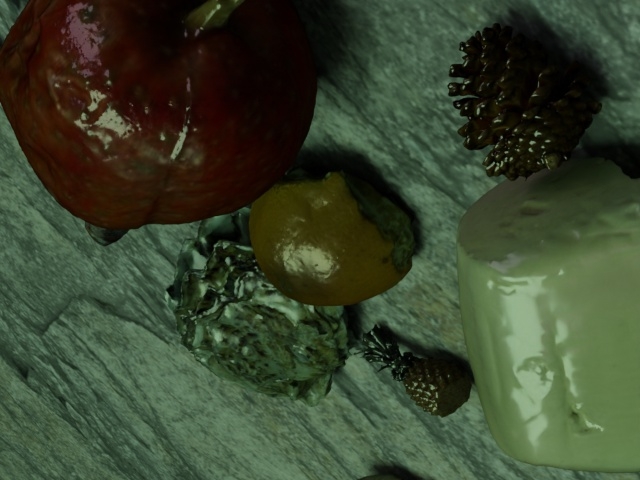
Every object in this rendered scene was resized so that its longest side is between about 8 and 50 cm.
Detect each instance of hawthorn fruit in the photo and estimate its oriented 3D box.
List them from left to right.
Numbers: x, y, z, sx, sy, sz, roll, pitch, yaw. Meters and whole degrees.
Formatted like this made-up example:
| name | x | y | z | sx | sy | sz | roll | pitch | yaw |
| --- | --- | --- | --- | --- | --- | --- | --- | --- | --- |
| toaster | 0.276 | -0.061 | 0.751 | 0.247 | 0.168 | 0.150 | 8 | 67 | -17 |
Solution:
| name | x | y | z | sx | sy | sz | roll | pitch | yaw |
| --- | --- | --- | --- | --- | --- | --- | --- | --- | --- |
| hawthorn fruit | -0.129 | -0.129 | 1.367 | 0.258 | 0.258 | 0.262 | 39 | -178 | 6 |

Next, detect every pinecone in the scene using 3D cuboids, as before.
| name | x | y | z | sx | sy | sz | roll | pitch | yaw |
| --- | --- | --- | --- | --- | --- | --- | --- | --- | --- |
| pinecone | 0.137 | -0.098 | 1.214 | 0.109 | 0.102 | 0.102 | 55 | 153 | -5 |

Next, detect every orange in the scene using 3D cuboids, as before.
| name | x | y | z | sx | sy | sz | roll | pitch | yaw |
| --- | --- | --- | --- | --- | --- | --- | --- | --- | --- |
| orange | 0.000 | 0.000 | 1.543 | 0.160 | 0.112 | 0.170 | 35 | 165 | 12 |

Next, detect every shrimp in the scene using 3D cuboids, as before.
| name | x | y | z | sx | sy | sz | roll | pitch | yaw |
| --- | --- | --- | --- | --- | --- | --- | --- | --- | --- |
| shrimp | -0.216 | -0.048 | 1.805 | 0.190 | 0.074 | 0.073 | 109 | 142 | -69 |

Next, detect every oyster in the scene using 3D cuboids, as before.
| name | x | y | z | sx | sy | sz | roll | pitch | yaw |
| --- | --- | --- | --- | --- | --- | --- | --- | --- | --- |
| oyster | -0.055 | 0.068 | 1.737 | 0.198 | 0.112 | 0.268 | 18 | 144 | 1 |

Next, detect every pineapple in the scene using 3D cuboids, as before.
| name | x | y | z | sx | sy | sz | roll | pitch | yaw |
| --- | --- | --- | --- | --- | --- | --- | --- | --- | --- |
| pineapple | 0.087 | 0.121 | 1.680 | 0.124 | 0.058 | 0.058 | 36 | 157 | 39 |

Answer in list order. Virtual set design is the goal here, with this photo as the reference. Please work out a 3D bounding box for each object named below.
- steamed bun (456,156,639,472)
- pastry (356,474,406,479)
| name | x | y | z | sx | sy | sz | roll | pitch | yaw |
| --- | --- | --- | --- | --- | --- | --- | --- | --- | --- |
| steamed bun | 0.207 | 0.042 | 1.289 | 0.200 | 0.170 | 0.226 | -4 | 118 | 15 |
| pastry | 0.094 | 0.330 | 1.943 | 0.165 | 0.088 | 0.166 | 30 | 153 | 18 |
